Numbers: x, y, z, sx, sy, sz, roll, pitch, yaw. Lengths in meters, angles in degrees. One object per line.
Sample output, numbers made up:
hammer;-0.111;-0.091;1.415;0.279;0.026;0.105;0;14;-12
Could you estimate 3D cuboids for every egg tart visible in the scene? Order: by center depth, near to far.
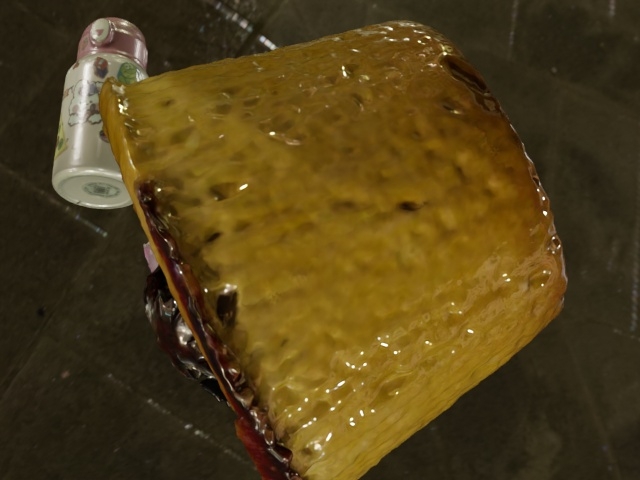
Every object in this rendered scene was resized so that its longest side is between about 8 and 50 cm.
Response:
egg tart;0.000;0.000;0.443;0.171;0.215;0.215;-27;84;-3

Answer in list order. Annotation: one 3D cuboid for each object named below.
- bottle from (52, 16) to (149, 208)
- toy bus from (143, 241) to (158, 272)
bottle;-0.284;-0.177;1.308;0.120;0.120;0.253;10;66;-23
toy bus;-0.081;-0.021;1.496;0.171;0.386;0.162;59;17;14
